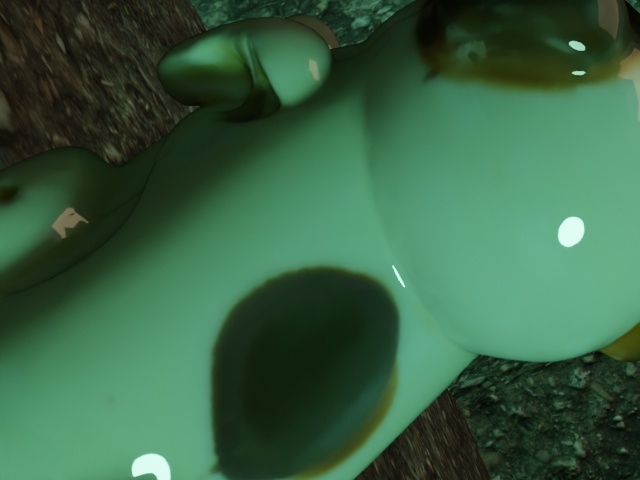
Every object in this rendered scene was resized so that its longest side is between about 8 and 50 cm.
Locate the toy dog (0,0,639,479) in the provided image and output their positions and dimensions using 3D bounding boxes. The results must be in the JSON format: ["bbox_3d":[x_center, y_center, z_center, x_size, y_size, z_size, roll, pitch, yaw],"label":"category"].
[{"bbox_3d":[0.000,0.000,0.600,0.285,0.408,0.395,61,7,-15],"label":"toy dog"}]
